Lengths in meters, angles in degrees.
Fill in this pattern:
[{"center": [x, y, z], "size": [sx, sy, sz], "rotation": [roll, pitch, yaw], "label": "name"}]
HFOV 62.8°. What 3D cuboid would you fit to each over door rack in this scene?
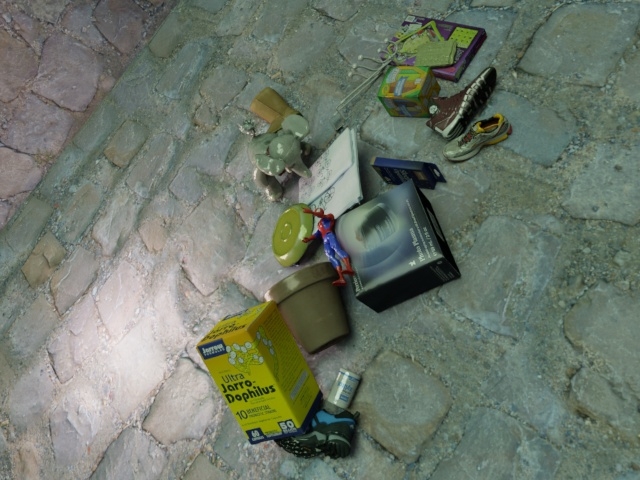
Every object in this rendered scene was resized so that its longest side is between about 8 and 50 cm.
[{"center": [0.135, -0.578, 1.930], "size": [0.108, 0.239, 0.324], "rotation": [37, 89, -6], "label": "over door rack"}]

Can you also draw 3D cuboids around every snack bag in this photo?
[{"center": [0.024, -0.185, 1.836], "size": [0.323, 0.037, 0.342], "rotation": [-40, 39, 39], "label": "snack bag"}]

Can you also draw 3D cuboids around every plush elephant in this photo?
[{"center": [-0.135, -0.309, 1.906], "size": [0.272, 0.330, 0.255], "rotation": [-52, 41, -8], "label": "plush elephant"}]

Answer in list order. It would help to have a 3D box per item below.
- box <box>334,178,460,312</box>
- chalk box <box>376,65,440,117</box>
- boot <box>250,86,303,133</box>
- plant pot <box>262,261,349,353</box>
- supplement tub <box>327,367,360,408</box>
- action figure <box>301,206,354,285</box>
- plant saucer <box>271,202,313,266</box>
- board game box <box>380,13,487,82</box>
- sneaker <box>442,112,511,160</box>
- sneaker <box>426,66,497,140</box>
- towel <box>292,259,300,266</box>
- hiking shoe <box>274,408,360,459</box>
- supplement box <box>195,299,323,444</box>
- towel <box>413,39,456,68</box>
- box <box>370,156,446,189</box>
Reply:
[{"center": [0.228, 0.022, 1.630], "size": [0.294, 0.183, 0.296], "rotation": [-28, 56, 19], "label": "box"}, {"center": [0.295, -0.532, 1.875], "size": [0.213, 0.132, 0.132], "rotation": [12, 74, 35], "label": "chalk box"}, {"center": [-0.220, -0.508, 2.215], "size": [0.236, 0.089, 0.269], "rotation": [-42, 52, -5], "label": "boot"}, {"center": [-0.020, 0.226, 1.667], "size": [0.263, 0.263, 0.229], "rotation": [-34, 72, 14], "label": "plant pot"}, {"center": [0.072, 0.448, 1.594], "size": [0.071, 0.071, 0.107], "rotation": [16, 77, 36], "label": "supplement tub"}, {"center": [0.000, 0.000, 1.610], "size": [0.091, 0.139, 0.280], "rotation": [-56, 38, 40], "label": "action figure"}, {"center": [-0.112, -0.025, 1.889], "size": [0.241, 0.037, 0.241], "rotation": [-30, 51, 47], "label": "plant saucer"}, {"center": [0.412, -0.719, 1.948], "size": [0.347, 0.056, 0.208], "rotation": [32, 82, 38], "label": "board game box"}, {"center": [0.494, -0.338, 1.689], "size": [0.225, 0.093, 0.088], "rotation": [-29, 56, 18], "label": "sneaker"}, {"center": [0.454, -0.484, 1.766], "size": [0.162, 0.106, 0.281], "rotation": [36, 90, 33], "label": "sneaker"}, {"center": [-0.096, 0.038, 1.913], "size": [0.067, 0.029, 0.119], "rotation": [-4, 68, 34], "label": "towel"}, {"center": [-0.020, 0.578, 1.589], "size": [0.304, 0.113, 0.132], "rotation": [-8, 34, 35], "label": "hiking shoe"}, {"center": [-0.175, 0.394, 1.573], "size": [0.194, 0.195, 0.356], "rotation": [-22, 102, 24], "label": "supplement box"}, {"center": [0.410, -0.663, 1.877], "size": [0.148, 0.027, 0.110], "rotation": [4, 71, 32], "label": "towel"}, {"center": [0.290, -0.221, 1.730], "size": [0.225, 0.136, 0.036], "rotation": [11, 73, 35], "label": "box"}]
